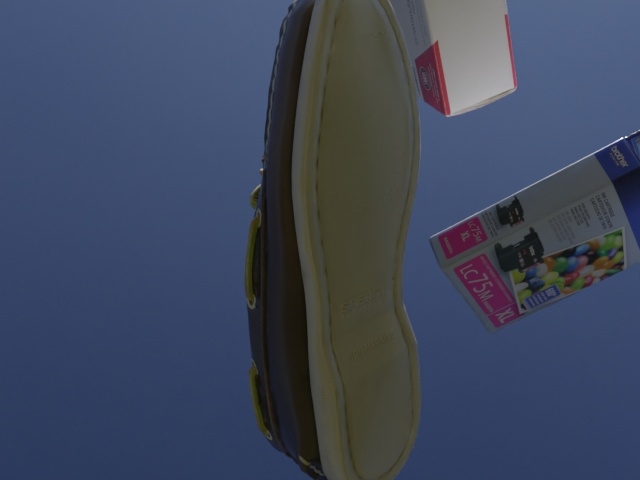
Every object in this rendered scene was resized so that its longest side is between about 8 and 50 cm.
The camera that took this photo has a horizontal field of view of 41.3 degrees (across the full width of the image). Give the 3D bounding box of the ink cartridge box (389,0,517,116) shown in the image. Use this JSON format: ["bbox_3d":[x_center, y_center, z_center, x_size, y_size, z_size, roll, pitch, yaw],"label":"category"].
[{"bbox_3d":[0.142,-0.321,1.187,0.117,0.283,0.207,-24,-57,-10],"label":"ink cartridge box"}]

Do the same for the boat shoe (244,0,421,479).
[{"bbox_3d":[0.000,0.000,0.547,0.117,0.097,0.324,-17,-71,-45],"label":"boat shoe"}]

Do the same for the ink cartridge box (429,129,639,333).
[{"bbox_3d":[0.311,-0.008,1.057,0.311,0.065,0.186,-30,-43,12],"label":"ink cartridge box"}]
